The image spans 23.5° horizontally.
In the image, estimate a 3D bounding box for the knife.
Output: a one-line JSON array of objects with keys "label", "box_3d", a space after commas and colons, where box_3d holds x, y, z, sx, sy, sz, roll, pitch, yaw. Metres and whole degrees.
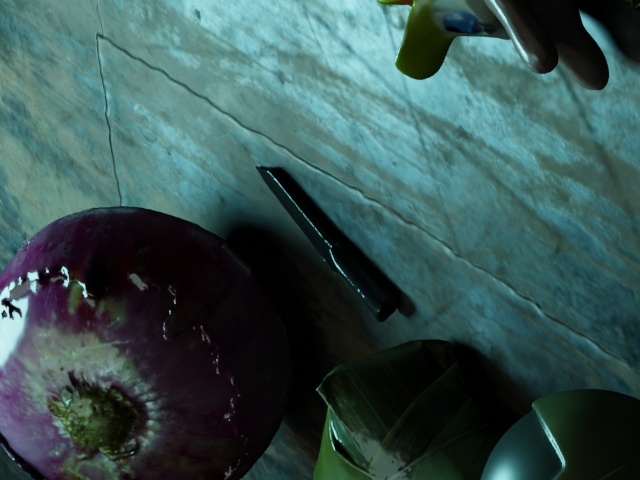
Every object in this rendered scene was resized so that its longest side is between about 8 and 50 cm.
[{"label": "knife", "box_3d": [0.000, 0.000, 1.581, 0.230, 0.028, 0.060, 49, 160, 23]}]

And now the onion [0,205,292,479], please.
[{"label": "onion", "box_3d": [-0.195, 0.120, 1.737, 0.358, 0.345, 0.358, 23, 138, 23]}]

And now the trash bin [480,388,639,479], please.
[{"label": "trash bin", "box_3d": [0.252, 0.276, 1.227, 0.334, 0.214, 0.214, 60, 150, 10]}]

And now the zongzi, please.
[{"label": "zongzi", "box_3d": [0.116, 0.289, 1.495, 0.317, 0.154, 0.289, 53, 154, 30]}]

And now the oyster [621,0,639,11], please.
[{"label": "oyster", "box_3d": [0.235, -0.183, 1.064, 0.083, 0.019, 0.054, -21, 97, 60]}]

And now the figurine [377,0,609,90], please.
[{"label": "figurine", "box_3d": [0.051, -0.267, 1.159, 0.193, 0.154, 0.421, -35, 75, 26]}]
